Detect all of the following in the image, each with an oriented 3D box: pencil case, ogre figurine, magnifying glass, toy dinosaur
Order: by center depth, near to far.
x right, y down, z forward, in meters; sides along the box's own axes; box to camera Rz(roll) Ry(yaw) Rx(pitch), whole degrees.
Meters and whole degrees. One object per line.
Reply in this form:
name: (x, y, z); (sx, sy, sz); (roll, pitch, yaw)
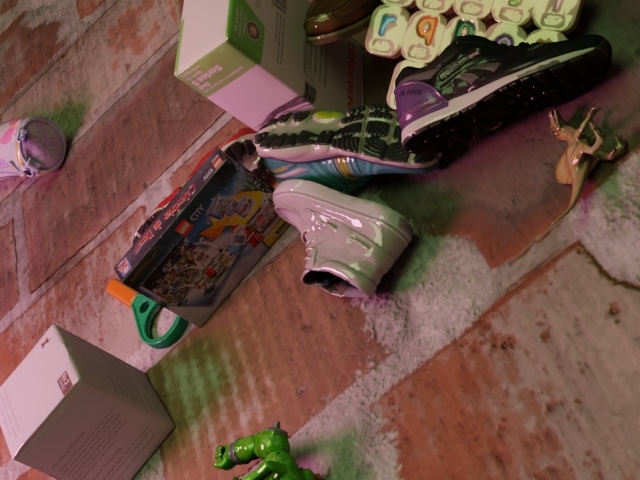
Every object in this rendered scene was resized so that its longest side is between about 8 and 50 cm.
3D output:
toy dinosaur: (0.308, -0.094, 1.374); (0.092, 0.053, 0.183); (-44, 29, 39)
ogre figurine: (-0.066, 0.309, 1.417); (0.118, 0.096, 0.197); (-47, 26, 28)
magnifying glass: (-0.277, 0.105, 1.851); (0.231, 0.026, 0.092); (24, 81, 50)
pencil case: (-0.623, -0.174, 2.349); (0.273, 0.113, 0.124); (-3, 75, 45)

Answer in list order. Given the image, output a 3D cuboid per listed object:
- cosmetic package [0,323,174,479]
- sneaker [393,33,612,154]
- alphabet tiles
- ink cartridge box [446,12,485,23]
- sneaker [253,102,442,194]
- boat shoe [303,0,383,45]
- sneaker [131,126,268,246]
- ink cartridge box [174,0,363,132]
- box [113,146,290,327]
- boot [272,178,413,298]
cosmetic package: (-0.341, 0.247, 1.678); (0.151, 0.183, 0.151); (-50, 37, 5)
sneaker: (0.215, -0.217, 1.460); (0.283, 0.107, 0.124); (-20, 67, 24)
alphabet tiles: (0.199, -0.291, 1.548); (0.284, 0.021, 0.278); (15, 89, 29)
ink cartridge box: (0.188, -0.354, 1.648); (0.092, 0.090, 0.143); (-42, 39, 17)
sneaker: (0.043, -0.119, 1.618); (0.275, 0.110, 0.107); (4, 47, 27)
boat shoe: (0.042, -0.376, 1.695); (0.110, 0.104, 0.307); (-7, 28, 25)
sneaker: (-0.179, -0.067, 1.838); (0.279, 0.107, 0.118); (-41, 21, 12)
ink cartridge box: (-0.067, -0.263, 1.701); (0.114, 0.273, 0.198); (-27, 45, 34)
box: (-0.162, -0.001, 1.696); (0.233, 0.159, 0.044); (-48, 38, 7)
boot: (0.000, 0.000, 1.574); (0.258, 0.095, 0.123); (15, 67, 49)
